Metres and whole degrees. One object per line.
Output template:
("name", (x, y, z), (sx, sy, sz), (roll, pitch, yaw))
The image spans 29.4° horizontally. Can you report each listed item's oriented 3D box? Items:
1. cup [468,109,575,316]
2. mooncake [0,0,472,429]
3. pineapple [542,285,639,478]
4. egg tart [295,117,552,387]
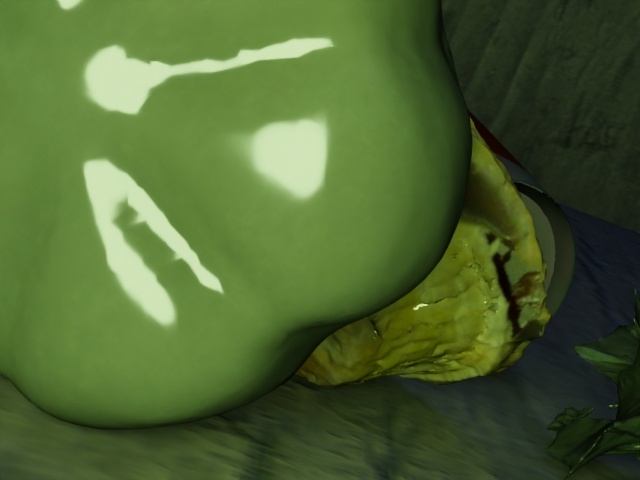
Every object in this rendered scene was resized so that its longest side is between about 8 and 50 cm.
("cup", (0.061, -0.034, 0.908), (0.203, 0.203, 0.288), (16, 17, -25))
("mooncake", (-0.074, -0.057, 0.481), (0.275, 0.275, 0.135), (22, 13, 8))
("pineapple", (0.268, 0.118, 0.661), (0.277, 0.119, 0.130), (20, 28, 4))
("egg tart", (0.000, 0.000, 0.632), (0.241, 0.241, 0.106), (25, 54, 26))
